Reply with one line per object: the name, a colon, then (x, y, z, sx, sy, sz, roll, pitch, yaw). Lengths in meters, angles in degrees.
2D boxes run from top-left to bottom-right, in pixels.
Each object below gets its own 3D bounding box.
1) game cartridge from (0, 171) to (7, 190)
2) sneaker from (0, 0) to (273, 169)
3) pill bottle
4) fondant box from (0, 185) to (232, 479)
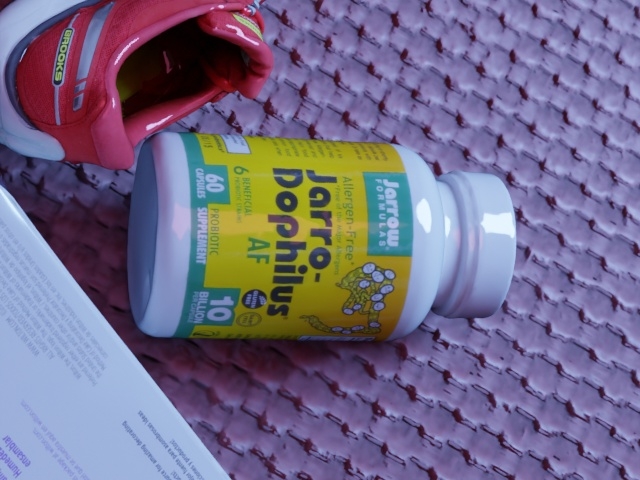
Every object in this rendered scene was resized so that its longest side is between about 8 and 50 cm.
game cartridge: (-0.321, 0.016, 0.752, 0.355, 0.230, 0.068, -35, 54, -22)
sneaker: (-0.068, -0.123, 0.891, 0.118, 0.107, 0.279, 21, 49, 27)
pill bottle: (0.000, 0.000, 0.904, 0.208, 0.117, 0.117, 3, 74, -16)
fondant box: (-0.222, 0.161, 0.754, 0.330, 0.096, 0.238, -46, 121, -23)
